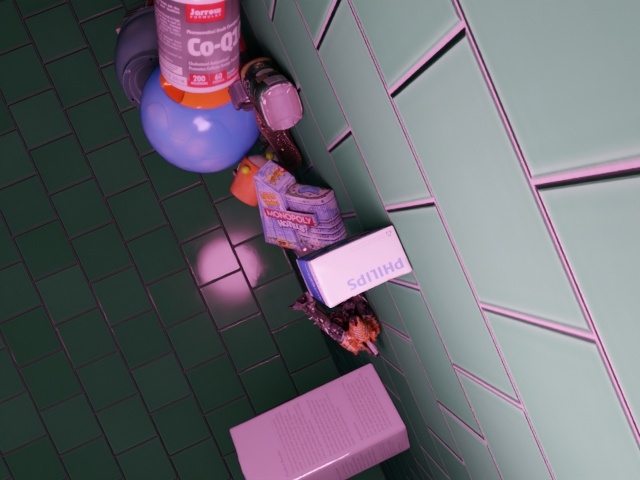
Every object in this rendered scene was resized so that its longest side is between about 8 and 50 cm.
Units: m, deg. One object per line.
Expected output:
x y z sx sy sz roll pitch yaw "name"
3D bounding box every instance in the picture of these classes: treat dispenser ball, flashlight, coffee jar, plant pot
-0.276 -0.303 1.641 0.288 0.288 0.288 156 90 -84 "treat dispenser ball"
-0.188 -0.433 1.498 0.103 0.103 0.304 -15 -96 -58 "flashlight"
-0.099 -0.288 1.345 0.184 0.079 0.096 -122 11 -54 "coffee jar"
-0.430 -0.461 1.902 0.196 0.293 0.293 -88 -17 -51 "plant pot"

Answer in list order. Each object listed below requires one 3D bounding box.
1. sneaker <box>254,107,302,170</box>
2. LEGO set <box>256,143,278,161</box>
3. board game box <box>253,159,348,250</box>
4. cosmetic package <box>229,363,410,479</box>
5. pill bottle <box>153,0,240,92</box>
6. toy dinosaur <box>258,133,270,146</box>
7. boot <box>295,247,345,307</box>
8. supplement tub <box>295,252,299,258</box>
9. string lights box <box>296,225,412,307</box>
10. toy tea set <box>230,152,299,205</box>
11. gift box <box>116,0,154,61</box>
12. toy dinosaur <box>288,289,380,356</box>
-0.102 -0.244 1.593 0.071 0.066 0.188 -162 49 -83 "sneaker"
-0.148 -0.206 1.953 0.287 0.132 0.107 83 -170 -59 "LEGO set"
-0.054 -0.066 1.441 0.194 0.060 0.194 13 140 35 "board game box"
-0.001 0.565 1.986 0.161 0.453 0.230 74 171 -51 "cosmetic package"
-0.230 -0.435 1.307 0.283 0.161 0.161 98 151 -49 "pill bottle"
-0.190 -0.346 1.996 0.118 0.064 0.268 62 180 -33 "toy dinosaur"
0.000 0.058 1.902 0.161 0.083 0.246 42 162 58 "boot"
-0.048 0.015 2.094 0.107 0.071 0.071 -123 11 -52 "supplement tub"
0.044 0.039 1.115 0.260 0.133 0.077 168 79 -83 "string lights box"
-0.109 -0.151 1.691 0.200 0.124 0.336 31 -166 -14 "toy tea set"
-0.419 -0.620 2.062 0.255 0.276 0.258 -100 -11 -54 "gift box"
0.070 0.170 1.559 0.218 0.164 0.322 51 154 2 "toy dinosaur"
